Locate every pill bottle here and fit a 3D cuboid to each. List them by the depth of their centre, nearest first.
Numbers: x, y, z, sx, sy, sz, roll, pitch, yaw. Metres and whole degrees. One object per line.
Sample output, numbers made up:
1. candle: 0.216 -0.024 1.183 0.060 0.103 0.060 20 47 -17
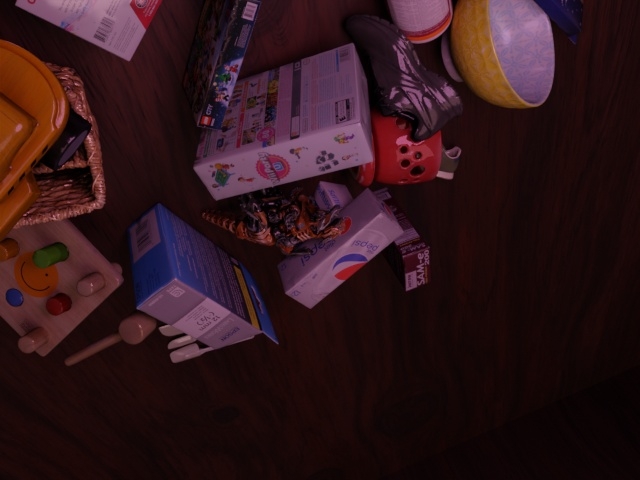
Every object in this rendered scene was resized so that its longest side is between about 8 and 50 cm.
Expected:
1. pill bottle: 0.165 -0.462 1.005 0.121 0.121 0.221 -33 156 6

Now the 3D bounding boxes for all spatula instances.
1. spatula: -0.308 0.258 1.573 0.242 0.019 0.168 -16 130 -12

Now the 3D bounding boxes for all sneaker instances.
1. sneaker: 0.141 -0.313 1.097 0.130 0.109 0.286 -44 90 3
2. sneaker: 0.263 -0.207 1.380 0.192 0.064 0.086 6 121 -30

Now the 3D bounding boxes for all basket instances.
1. basket: -0.527 -0.162 0.933 0.299 0.223 0.214 -12 134 -14

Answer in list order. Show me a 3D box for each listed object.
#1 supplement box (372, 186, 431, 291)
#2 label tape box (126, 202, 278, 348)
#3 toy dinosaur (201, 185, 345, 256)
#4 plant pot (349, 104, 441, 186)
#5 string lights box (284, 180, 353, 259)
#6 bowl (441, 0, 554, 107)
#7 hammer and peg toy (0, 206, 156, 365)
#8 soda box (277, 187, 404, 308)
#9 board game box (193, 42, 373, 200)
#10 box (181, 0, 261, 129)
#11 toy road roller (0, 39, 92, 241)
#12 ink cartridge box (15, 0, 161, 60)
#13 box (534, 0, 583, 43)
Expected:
1. supplement box: 0.185 -0.006 1.395 0.073 0.239 0.130 -20 136 -7
2. label tape box: -0.264 0.107 1.283 0.115 0.249 0.347 -36 135 9
3. toy dinosaur: -0.113 -0.059 1.222 0.321 0.164 0.219 -10 113 3
4. plant pot: 0.150 -0.213 1.230 0.174 0.191 0.191 -8 133 -10
5. string lights box: 0.000 0.000 1.391 0.076 0.133 0.260 7 127 -27
6. bowl: 0.340 -0.397 1.145 0.156 0.290 0.289 -4 155 44
7. hammer and peg toy: -0.527 0.111 1.129 0.266 0.127 0.361 -40 95 14
8. soda box: 0.040 0.021 1.265 0.286 0.098 0.091 -41 130 16
9. board game box: -0.065 -0.216 1.036 0.303 0.224 0.097 -12 140 15
10. box: -0.179 -0.333 0.981 0.044 0.159 0.233 4 128 -31
11. toy road roller: -0.493 -0.123 0.773 0.202 0.240 0.330 39 86 -15
12. ink cartridge box: -0.353 -0.391 0.869 0.176 0.127 0.128 21 119 -38
13. box: 0.486 -0.514 1.155 0.225 0.137 0.036 21 163 -39
